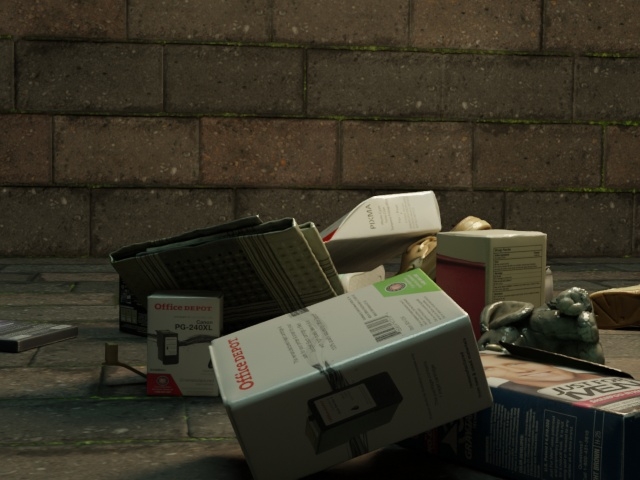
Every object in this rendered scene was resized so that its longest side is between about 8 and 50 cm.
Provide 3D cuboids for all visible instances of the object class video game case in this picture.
[{"bbox_3d":[-0.630,0.176,2.058,0.274,0.026,0.196,1,4,20],"label":"video game case"}]

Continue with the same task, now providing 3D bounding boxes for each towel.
[{"bbox_3d":[-0.121,0.080,1.684,0.312,0.056,0.324,-10,-40,17],"label":"towel"}]

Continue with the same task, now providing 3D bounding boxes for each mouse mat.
[{"bbox_3d":[0.332,0.174,1.378,0.190,0.007,0.152,10,-20,44],"label":"mouse mat"}]

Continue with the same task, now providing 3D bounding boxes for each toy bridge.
[{"bbox_3d":[-0.248,0.188,1.695,0.188,0.063,0.026,0,4,-25],"label":"toy bridge"}]

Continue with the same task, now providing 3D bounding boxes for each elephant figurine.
[{"bbox_3d":[0.314,0.161,1.703,0.239,0.169,0.186,-14,-29,13],"label":"elephant figurine"}]

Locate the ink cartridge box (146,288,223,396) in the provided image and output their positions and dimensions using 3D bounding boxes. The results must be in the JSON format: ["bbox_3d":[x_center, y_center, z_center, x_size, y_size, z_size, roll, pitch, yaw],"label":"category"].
[{"bbox_3d":[-0.201,0.151,1.614,0.109,0.150,0.063,1,5,1],"label":"ink cartridge box"}]

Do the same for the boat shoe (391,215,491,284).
[{"bbox_3d":[0.202,0.051,2.099,0.122,0.110,0.341,-16,-26,-42],"label":"boat shoe"}]

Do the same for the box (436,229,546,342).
[{"bbox_3d":[0.288,0.100,1.848,0.149,0.232,0.127,-2,5,-37],"label":"box"}]

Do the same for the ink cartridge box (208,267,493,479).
[{"bbox_3d":[0.026,0.148,1.222,0.273,0.114,0.198,-19,17,-6],"label":"ink cartridge box"}]

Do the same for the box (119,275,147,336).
[{"bbox_3d":[-0.314,0.114,2.131,0.077,0.147,0.180,-3,5,-44],"label":"box"}]

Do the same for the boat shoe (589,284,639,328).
[{"bbox_3d":[0.711,0.138,2.304,0.302,0.109,0.098,-4,4,16],"label":"boat shoe"}]

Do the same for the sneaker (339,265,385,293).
[{"bbox_3d":[0.061,0.101,2.749,0.151,0.094,0.256,0,2,28],"label":"sneaker"}]

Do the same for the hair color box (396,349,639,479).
[{"bbox_3d":[0.259,0.208,1.262,0.174,0.105,0.347,-2,4,-38],"label":"hair color box"}]

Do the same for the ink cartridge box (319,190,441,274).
[{"bbox_3d":[0.000,0.000,2.156,0.385,0.091,0.308,-4,-15,-27],"label":"ink cartridge box"}]

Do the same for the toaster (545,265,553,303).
[{"bbox_3d":[0.340,0.123,1.989,0.186,0.168,0.110,2,3,28],"label":"toaster"}]
